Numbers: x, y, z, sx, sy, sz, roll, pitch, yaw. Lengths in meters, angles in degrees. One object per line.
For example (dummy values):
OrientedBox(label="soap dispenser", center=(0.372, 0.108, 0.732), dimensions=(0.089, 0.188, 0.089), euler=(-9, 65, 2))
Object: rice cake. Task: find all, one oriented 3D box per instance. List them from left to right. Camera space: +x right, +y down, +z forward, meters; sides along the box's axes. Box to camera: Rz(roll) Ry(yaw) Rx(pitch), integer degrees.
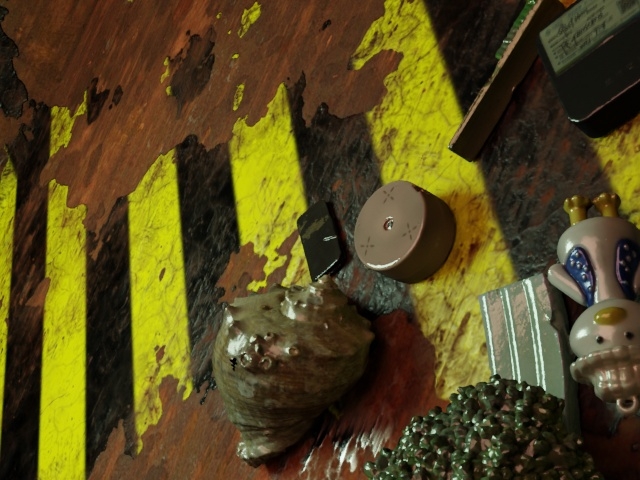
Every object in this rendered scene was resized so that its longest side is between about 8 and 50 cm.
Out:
OrientedBox(label="rice cake", center=(0.275, 0.160, 1.247), dimensions=(0.127, 0.043, 0.237), euler=(-24, 54, 39))

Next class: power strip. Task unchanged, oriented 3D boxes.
OrientedBox(label="power strip", center=(0.128, -0.011, 1.482), dimensions=(0.154, 0.078, 0.154), euler=(-23, 56, 39))

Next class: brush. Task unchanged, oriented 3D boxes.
OrientedBox(label="brush", center=(0.281, -0.256, 1.469), dimensions=(0.282, 0.054, 0.048), euler=(-60, 30, 4))

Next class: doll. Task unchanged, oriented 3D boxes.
OrientedBox(label="doll", center=(0.350, 0.071, 1.154), dimensions=(0.138, 0.119, 0.293), euler=(-7, 59, 12))

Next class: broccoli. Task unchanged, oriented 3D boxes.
OrientedBox(label="broccoli", center=(0.153, 0.312, 1.083), dimensions=(0.323, 0.272, 0.334), euler=(-4, 16, 8))

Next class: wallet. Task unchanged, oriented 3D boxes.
OrientedBox(label="wallet", center=(0.000, 0.000, 1.669), dimensions=(0.082, 0.018, 0.157), euler=(-40, 43, 26))

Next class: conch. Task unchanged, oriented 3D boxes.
OrientedBox(label="conch", center=(-0.082, 0.185, 1.523), dimensions=(0.352, 0.210, 0.297), euler=(-50, 26, 13))

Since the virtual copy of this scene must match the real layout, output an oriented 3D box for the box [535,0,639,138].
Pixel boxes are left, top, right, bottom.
OrientedBox(label="box", center=(0.466, -0.312, 1.292), dimensions=(0.350, 0.058, 0.211), euler=(-37, 43, 29))
